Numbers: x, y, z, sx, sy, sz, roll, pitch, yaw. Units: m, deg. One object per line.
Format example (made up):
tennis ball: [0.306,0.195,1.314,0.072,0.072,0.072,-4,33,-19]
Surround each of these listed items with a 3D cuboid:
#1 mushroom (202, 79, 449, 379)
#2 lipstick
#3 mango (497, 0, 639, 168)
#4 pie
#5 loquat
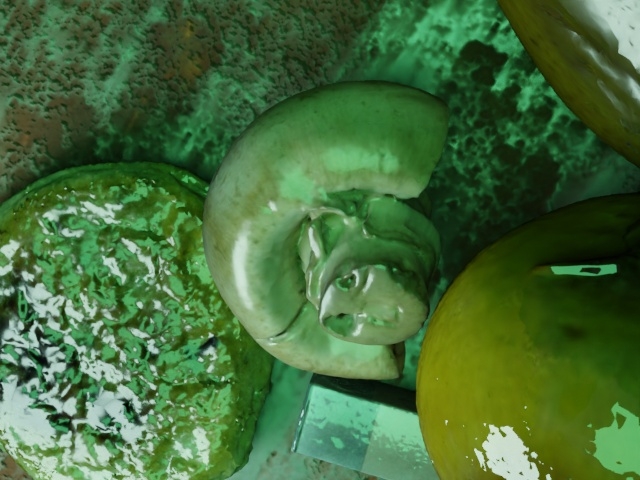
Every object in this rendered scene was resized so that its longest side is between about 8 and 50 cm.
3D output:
mushroom: [0.000,0.000,1.262,0.189,0.195,0.253,2,123,0]
lipstick: [0.138,0.186,1.370,0.317,0.066,0.068,15,101,3]
mango: [0.236,-0.219,1.170,0.220,0.301,0.445,-42,87,-15]
pie: [-0.189,0.085,1.384,0.323,0.070,0.323,2,102,7]
loquat: [0.236,0.140,1.195,0.328,0.328,0.359,6,125,5]
